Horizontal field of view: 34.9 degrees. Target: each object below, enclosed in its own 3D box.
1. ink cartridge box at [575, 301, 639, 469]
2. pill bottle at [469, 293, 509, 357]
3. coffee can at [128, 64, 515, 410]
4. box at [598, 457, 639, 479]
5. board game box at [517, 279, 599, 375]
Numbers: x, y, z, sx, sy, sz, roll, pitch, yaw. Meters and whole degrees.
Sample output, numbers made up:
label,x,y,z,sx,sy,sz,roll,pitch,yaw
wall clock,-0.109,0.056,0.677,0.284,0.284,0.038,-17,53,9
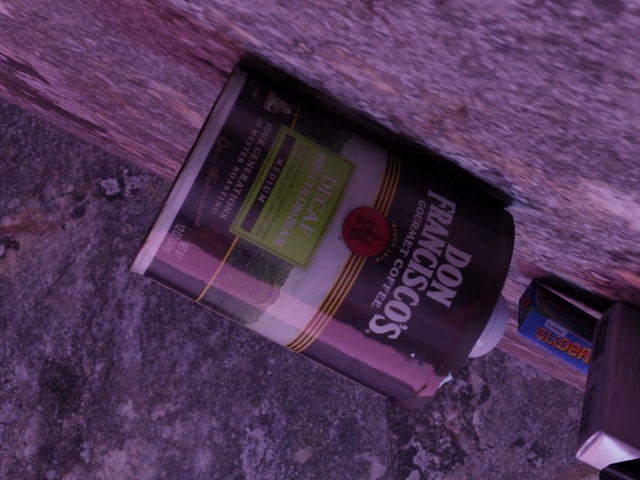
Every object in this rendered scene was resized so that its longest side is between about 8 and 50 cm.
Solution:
label,x,y,z,sx,sy,sz,roll,pitch,yaw
ink cartridge box,0.383,0.187,1.036,0.232,0.189,0.066,29,133,-3
pill bottle,0.104,0.050,1.210,0.264,0.146,0.146,30,174,-31
coffee can,0.000,0.000,0.895,0.275,0.202,0.201,27,175,-9
box,0.444,0.389,0.700,0.297,0.472,0.480,-11,176,-1
board game box,0.321,0.126,1.169,0.201,0.035,0.136,31,-164,3
